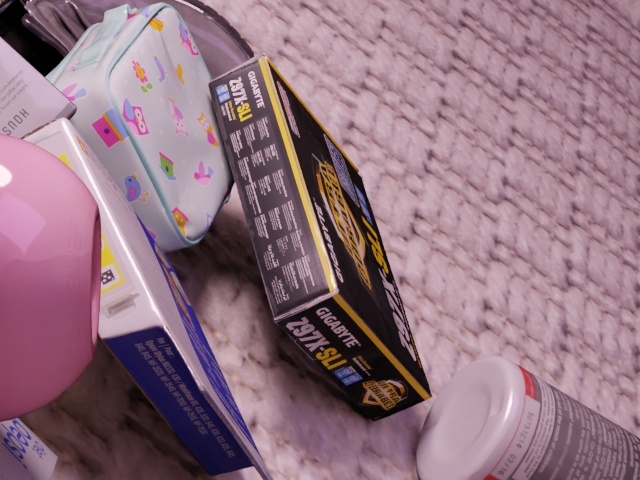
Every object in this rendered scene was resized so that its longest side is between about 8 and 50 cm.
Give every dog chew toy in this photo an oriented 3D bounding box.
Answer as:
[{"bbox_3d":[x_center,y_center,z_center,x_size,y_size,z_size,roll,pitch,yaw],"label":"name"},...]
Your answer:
[{"bbox_3d":[-0.322,0.024,1.345,0.332,0.206,0.206,2,36,-2],"label":"dog chew toy"}]

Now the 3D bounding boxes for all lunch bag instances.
[{"bbox_3d":[-0.184,-0.116,1.968,0.224,0.108,0.279,62,19,-18],"label":"lunch bag"}]

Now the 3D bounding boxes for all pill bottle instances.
[{"bbox_3d":[0.256,0.254,2.053,0.283,0.161,0.161,31,30,-23],"label":"pill bottle"}]

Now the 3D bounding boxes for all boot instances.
[{"bbox_3d":[-0.238,-0.217,2.143,0.338,0.118,0.222,35,34,-1],"label":"boot"}]

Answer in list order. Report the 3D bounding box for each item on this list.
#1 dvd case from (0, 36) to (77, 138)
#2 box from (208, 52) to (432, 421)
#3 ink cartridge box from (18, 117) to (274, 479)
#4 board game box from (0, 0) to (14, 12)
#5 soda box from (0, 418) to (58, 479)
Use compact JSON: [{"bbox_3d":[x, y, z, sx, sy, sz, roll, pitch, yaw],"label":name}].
[{"bbox_3d":[-0.372,-0.139,1.784,0.239,0.179,0.029,43,-17,-3],"label":"dvd case"},{"bbox_3d":[0.000,0.000,2.031,0.257,0.079,0.322,51,17,-52],"label":"box"},{"bbox_3d":[-0.144,0.086,1.705,0.307,0.072,0.303,64,0,32],"label":"ink cartridge box"},{"bbox_3d":[-0.429,-0.273,1.844,0.243,0.165,0.042,50,13,-4],"label":"board game box"},{"bbox_3d":[-0.264,0.186,1.403,0.098,0.091,0.286,46,2,-6],"label":"soda box"}]
